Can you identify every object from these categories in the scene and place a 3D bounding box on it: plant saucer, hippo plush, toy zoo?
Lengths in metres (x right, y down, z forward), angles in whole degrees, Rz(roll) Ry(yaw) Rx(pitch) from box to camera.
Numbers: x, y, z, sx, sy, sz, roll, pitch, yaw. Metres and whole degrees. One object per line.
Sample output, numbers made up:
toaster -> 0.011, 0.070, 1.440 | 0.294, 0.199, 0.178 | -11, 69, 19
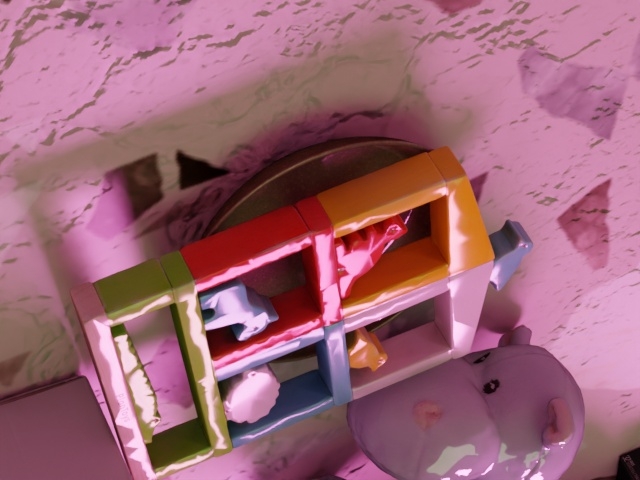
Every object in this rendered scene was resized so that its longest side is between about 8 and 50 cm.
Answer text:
plant saucer -> 0.000, 0.000, 1.071 | 0.198, 0.036, 0.199 | -18, 143, -14
hippo plush -> 0.114, 0.201, 1.217 | 0.294, 0.234, 0.237 | 8, 121, -15
toy zoo -> -0.001, 0.045, 1.067 | 0.293, 0.030, 0.192 | -22, 142, -11

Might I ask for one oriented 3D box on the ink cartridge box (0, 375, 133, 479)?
ink cartridge box -> -0.166, 0.276, 1.127 | 0.129, 0.223, 0.307 | -18, 142, -16

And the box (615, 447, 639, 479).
box -> 0.313, 0.229, 1.506 | 0.062, 0.083, 0.052 | -21, 142, -12
